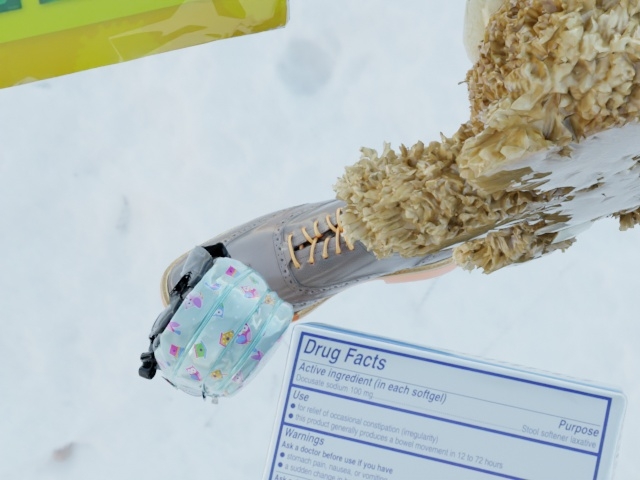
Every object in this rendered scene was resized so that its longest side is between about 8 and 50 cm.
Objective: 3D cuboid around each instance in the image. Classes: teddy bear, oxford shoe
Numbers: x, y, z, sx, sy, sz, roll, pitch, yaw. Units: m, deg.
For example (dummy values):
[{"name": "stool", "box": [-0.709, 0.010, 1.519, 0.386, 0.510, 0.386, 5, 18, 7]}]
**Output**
[{"name": "teddy bear", "box": [0.130, -0.066, 0.621, 0.245, 0.338, 0.113, -24, 75, 23]}, {"name": "oxford shoe", "box": [0.000, 0.000, 1.269, 0.363, 0.133, 0.130, -17, 71, -11]}]

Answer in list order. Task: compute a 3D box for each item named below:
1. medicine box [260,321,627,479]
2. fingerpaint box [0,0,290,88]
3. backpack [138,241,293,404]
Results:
[{"name": "medicine box", "box": [0.090, 0.233, 0.940, 0.263, 0.149, 0.289, 11, 85, 16]}, {"name": "fingerpaint box", "box": [-0.242, -0.228, 0.422, 0.444, 0.371, 0.163, -17, 44, -19]}, {"name": "backpack", "box": [-0.092, 0.078, 1.083, 0.115, 0.182, 0.152, 29, 78, 0]}]
